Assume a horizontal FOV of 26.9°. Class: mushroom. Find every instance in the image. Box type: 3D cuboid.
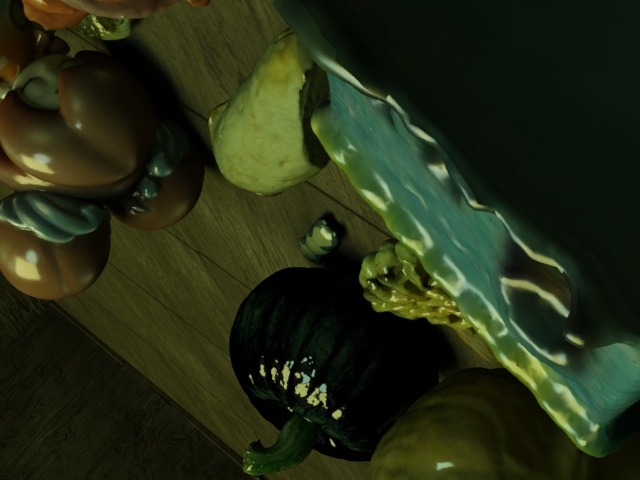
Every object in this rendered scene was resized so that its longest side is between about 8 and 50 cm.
[{"bbox_3d":[-0.032,-0.103,1.157,0.107,0.087,0.333,46,162,-6],"label":"mushroom"}]

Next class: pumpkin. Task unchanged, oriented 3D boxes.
[{"bbox_3d":[-0.001,0.163,1.473,0.248,0.248,0.248,40,164,14],"label":"pumpkin"}]

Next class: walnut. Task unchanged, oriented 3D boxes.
[{"bbox_3d":[0.185,0.241,1.189,0.282,0.253,0.277,44,166,4],"label":"walnut"}]

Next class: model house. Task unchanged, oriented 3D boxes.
[{"bbox_3d":[0.130,-0.044,0.652,0.237,0.215,0.303,50,171,17],"label":"model house"}]

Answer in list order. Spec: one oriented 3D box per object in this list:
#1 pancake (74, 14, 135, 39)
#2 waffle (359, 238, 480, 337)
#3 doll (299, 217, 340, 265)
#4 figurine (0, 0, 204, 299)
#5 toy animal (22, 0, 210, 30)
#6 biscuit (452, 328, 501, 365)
[{"bbox_3d":[-0.273,-0.296,1.343,0.253,0.037,0.253,41,165,13],"label":"pancake"},{"bbox_3d":[0.132,0.043,1.066,0.204,0.054,0.223,12,169,3],"label":"waffle"},{"bbox_3d":[0.000,0.000,1.443,0.037,0.027,0.125,50,165,5],"label":"doll"},{"bbox_3d":[-0.334,-0.148,1.504,0.388,0.277,0.248,39,146,16],"label":"figurine"},{"bbox_3d":[-0.185,-0.249,1.027,0.281,0.195,0.169,9,103,58],"label":"toy animal"},{"bbox_3d":[0.136,0.071,1.308,0.147,0.018,0.071,48,162,-11],"label":"biscuit"}]
